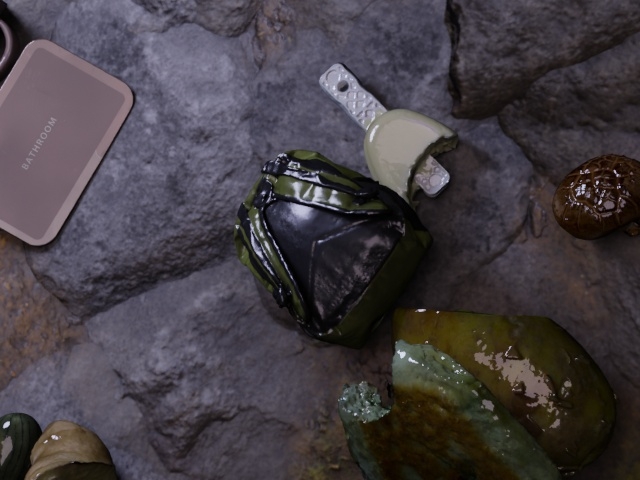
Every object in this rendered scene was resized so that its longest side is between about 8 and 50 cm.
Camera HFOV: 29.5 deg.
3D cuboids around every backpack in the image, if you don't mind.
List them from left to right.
[{"bbox_3d":[0.000,0.000,1.519,0.253,0.140,0.207,38,97,33],"label":"backpack"}]

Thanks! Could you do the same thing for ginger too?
[{"bbox_3d":[-0.332,0.283,1.530,0.115,0.193,0.122,-34,72,3],"label":"ginger"}]

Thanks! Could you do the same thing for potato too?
[{"bbox_3d":[0.207,0.158,1.424,0.298,0.141,0.176,29,90,20],"label":"potato"}]

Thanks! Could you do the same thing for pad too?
[{"bbox_3d":[-0.394,-0.138,1.711,0.176,0.002,0.266,30,86,1],"label":"pad"}]

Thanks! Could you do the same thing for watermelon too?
[{"bbox_3d":[-0.409,0.283,1.614,0.078,0.078,0.110,13,83,19],"label":"watermelon"}]

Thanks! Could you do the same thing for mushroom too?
[{"bbox_3d":[0.342,-0.052,1.462,0.126,0.085,0.109,-34,70,1],"label":"mushroom"}]

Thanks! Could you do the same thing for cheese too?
[{"bbox_3d":[0.082,-0.141,1.577,0.127,0.050,0.235,-45,70,3],"label":"cheese"}]

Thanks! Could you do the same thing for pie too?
[{"bbox_3d":[0.147,0.252,1.378,0.302,0.302,0.067,34,45,20],"label":"pie"}]

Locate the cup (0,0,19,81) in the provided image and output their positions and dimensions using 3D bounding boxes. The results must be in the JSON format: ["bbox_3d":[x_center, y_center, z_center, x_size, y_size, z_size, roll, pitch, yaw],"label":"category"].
[{"bbox_3d":[-0.559,-0.293,1.739,0.253,0.191,0.200,33,91,5],"label":"cup"}]
